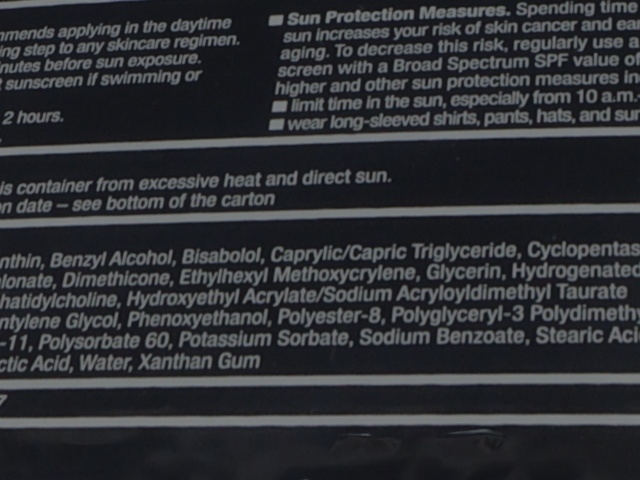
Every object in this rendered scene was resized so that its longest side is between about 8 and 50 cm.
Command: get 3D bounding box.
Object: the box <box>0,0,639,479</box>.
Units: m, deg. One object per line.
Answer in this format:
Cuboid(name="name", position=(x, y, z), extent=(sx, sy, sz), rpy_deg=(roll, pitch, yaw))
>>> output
Cuboid(name="box", position=(0.000, 0.000, 0.594), extent=(0.296, 0.182, 0.294), rpy_deg=(-1, -126, 12))
